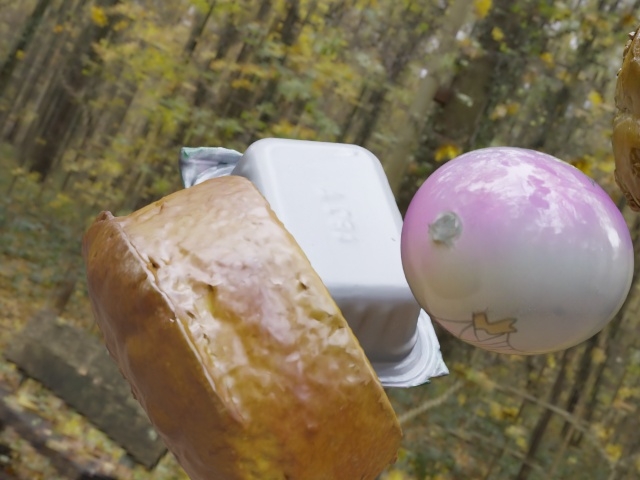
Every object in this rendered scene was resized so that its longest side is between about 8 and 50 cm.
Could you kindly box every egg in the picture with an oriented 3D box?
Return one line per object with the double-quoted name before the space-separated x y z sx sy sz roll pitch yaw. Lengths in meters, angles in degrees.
"egg" 0.189 0.016 1.048 0.196 0.196 0.271 23 -6 33

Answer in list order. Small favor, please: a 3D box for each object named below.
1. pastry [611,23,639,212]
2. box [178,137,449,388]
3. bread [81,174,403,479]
"pastry" 0.471 -0.141 1.360 0.255 0.311 0.162 10 -14 -12
"box" 0.000 0.000 1.231 0.264 0.106 0.337 2 46 -22
"bread" -0.068 0.088 0.883 0.312 0.172 0.312 55 -12 17
